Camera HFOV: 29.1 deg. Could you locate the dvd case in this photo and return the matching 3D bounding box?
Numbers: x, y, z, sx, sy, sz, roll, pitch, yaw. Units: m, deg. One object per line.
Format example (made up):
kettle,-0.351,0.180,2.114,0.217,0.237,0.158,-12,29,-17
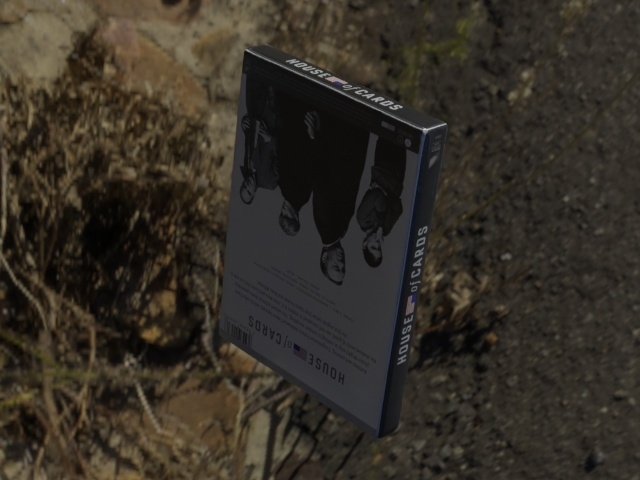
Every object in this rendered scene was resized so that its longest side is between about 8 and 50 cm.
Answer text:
dvd case,0.000,0.000,0.884,0.030,0.238,0.179,-19,36,-41
